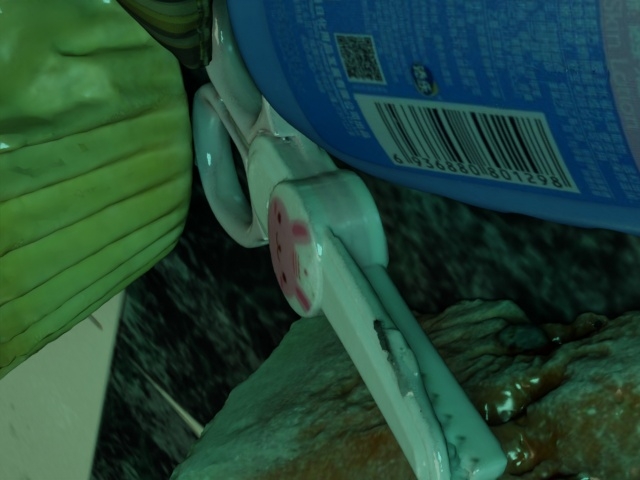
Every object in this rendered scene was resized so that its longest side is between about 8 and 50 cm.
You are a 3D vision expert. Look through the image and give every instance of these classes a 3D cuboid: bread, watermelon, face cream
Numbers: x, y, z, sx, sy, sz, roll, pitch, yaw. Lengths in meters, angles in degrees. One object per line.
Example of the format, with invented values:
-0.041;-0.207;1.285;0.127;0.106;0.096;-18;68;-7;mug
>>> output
-0.230;-0.060;0.682;0.388;0.183;0.236;14;123;46;bread
0.053;0.080;0.509;0.241;0.154;0.094;-13;105;38;watermelon
0.085;-0.069;0.382;0.264;0.083;0.149;13;127;45;face cream

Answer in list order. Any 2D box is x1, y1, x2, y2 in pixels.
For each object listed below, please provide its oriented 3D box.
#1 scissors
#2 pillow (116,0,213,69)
0.000;0.000;0.514;0.118;0.030;0.242;98;151;-42;scissors
-0.099;-0.174;0.468;0.208;0.052;0.212;52;169;9;pillow
